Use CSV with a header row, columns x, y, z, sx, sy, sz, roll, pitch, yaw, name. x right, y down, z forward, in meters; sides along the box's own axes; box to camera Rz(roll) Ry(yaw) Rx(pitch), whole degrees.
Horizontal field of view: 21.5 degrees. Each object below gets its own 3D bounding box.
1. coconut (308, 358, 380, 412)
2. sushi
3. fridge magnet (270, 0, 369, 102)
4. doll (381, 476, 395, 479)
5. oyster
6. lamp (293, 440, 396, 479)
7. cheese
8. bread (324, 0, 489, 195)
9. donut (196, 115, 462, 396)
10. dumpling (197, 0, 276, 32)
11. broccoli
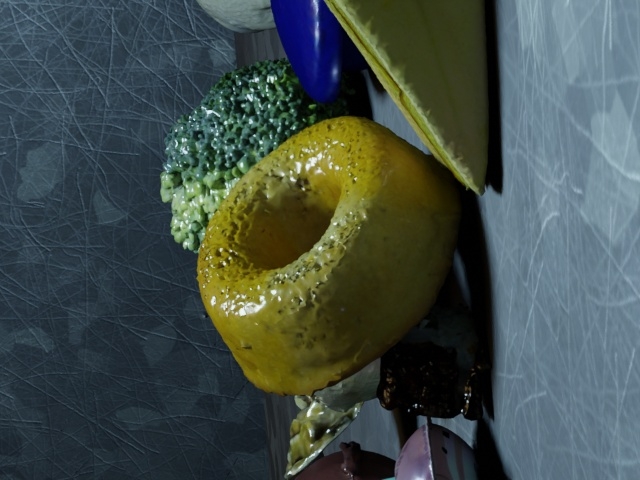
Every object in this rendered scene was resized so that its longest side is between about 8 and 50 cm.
x,y,z,sx,sy,sz,roll,pitch,yaw,name
0.029,0.076,1.665,0.194,0.194,0.194,174,90,-83,coconut
0.096,0.105,1.480,0.098,0.094,0.084,-99,8,-66,sushi
-0.001,-0.281,1.832,0.265,0.113,0.265,173,90,-83,fridge magnet
0.084,0.305,1.608,0.159,0.059,0.158,28,-130,-62,doll
0.011,0.096,1.902,0.238,0.115,0.351,-82,-8,-69,oyster
0.037,0.301,1.773,0.258,0.180,0.180,-79,-18,-90,lamp
0.115,0.253,1.527,0.286,0.074,0.189,64,-162,-69,cheese
0.103,-0.192,1.366,0.264,0.163,0.167,53,-179,-17,bread
0.001,0.001,1.510,0.108,0.277,0.277,47,-166,-30,donut
-0.092,-0.363,2.454,0.227,0.175,0.243,55,-160,-19,dumpling
-0.072,-0.072,2.068,0.375,0.249,0.302,167,99,-79,broccoli
